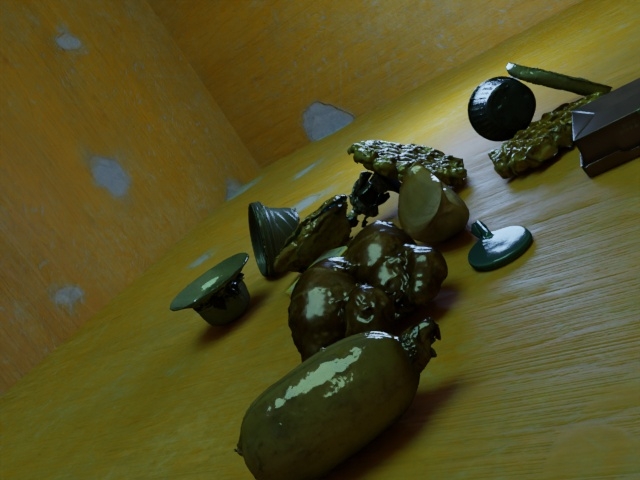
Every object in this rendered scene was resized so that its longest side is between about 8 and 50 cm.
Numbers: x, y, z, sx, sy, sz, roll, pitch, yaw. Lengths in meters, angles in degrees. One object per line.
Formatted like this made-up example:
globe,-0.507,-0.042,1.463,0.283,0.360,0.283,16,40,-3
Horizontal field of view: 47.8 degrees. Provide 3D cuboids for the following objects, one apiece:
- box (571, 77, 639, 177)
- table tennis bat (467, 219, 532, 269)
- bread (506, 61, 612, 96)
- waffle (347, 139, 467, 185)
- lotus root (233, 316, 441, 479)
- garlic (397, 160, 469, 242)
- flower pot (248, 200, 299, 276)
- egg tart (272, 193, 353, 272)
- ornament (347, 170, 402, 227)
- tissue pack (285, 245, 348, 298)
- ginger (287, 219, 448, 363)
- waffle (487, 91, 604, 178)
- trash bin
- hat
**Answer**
box,0.610,-0.238,1.430,0.215,0.086,0.215,-27,16,28
table tennis bat,0.327,0.001,1.374,0.124,0.033,0.201,-31,16,4
bread,0.590,-0.397,1.799,0.267,0.267,0.040,-90,13,-72
waffle,0.231,-0.202,1.872,0.302,0.068,0.325,4,22,-23
lotus root,0.033,0.227,1.029,0.343,0.151,0.169,-33,1,0
garlic,0.242,-0.075,1.552,0.146,0.164,0.245,-17,19,-4
flower pot,-0.127,-0.014,2.135,0.141,0.235,0.235,-15,10,-13
egg tart,0.000,0.000,1.883,0.291,0.107,0.291,-45,-7,-7
ornament,0.131,-0.103,1.990,0.196,0.166,0.153,-46,10,13
tissue pack,0.009,0.089,1.723,0.095,0.062,0.176,-16,21,45
ginger,0.082,0.110,1.339,0.357,0.152,0.274,-38,34,-16
waffle,0.528,-0.240,1.673,0.309,0.065,0.283,-27,13,37
trash bin,0.471,-0.340,1.844,0.175,0.175,0.161,-32,3,8
hat,-0.270,0.157,1.977,0.257,0.130,0.257,-32,15,9
